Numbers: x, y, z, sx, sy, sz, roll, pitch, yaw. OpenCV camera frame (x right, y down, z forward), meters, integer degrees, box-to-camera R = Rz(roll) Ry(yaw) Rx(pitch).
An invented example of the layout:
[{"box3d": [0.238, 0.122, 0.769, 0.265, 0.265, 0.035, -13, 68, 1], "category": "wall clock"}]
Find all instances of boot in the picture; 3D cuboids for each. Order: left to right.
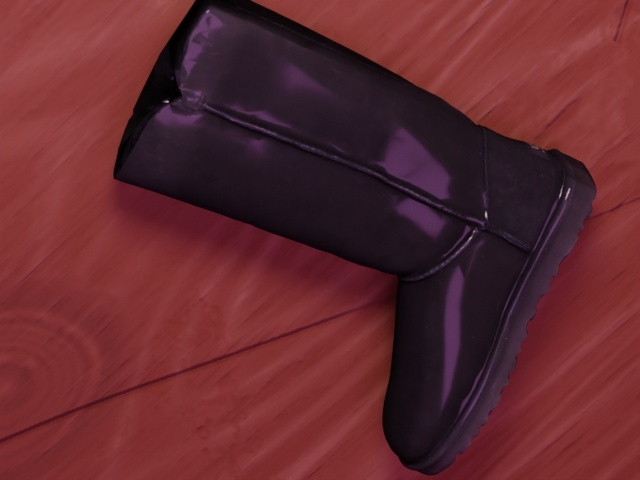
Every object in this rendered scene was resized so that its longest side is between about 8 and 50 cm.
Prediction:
[{"box3d": [0.001, -0.002, 1.885, 0.445, 0.146, 0.367, 23, 96, -23], "category": "boot"}]
